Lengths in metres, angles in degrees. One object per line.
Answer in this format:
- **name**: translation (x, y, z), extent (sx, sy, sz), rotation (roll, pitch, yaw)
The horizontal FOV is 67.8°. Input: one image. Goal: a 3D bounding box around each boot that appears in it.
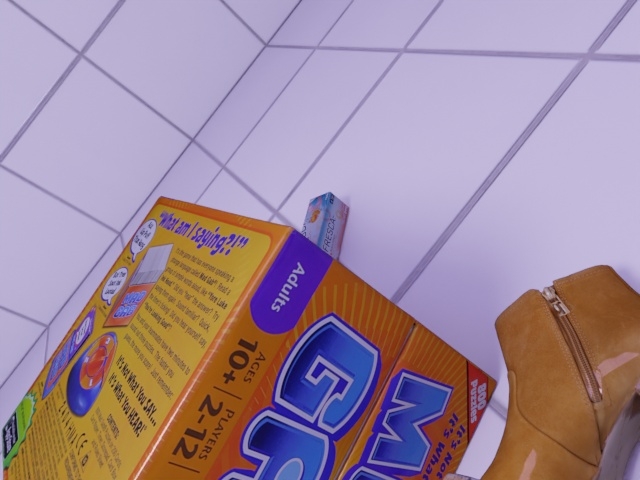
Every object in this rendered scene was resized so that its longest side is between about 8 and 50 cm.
- **boot**: translation (0.218, 0.164, 0.481), extent (0.295, 0.104, 0.211), rotation (-37, 31, 14)

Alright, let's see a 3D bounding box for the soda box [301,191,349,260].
- **soda box**: translation (0.000, 0.000, 0.911), extent (0.058, 0.063, 0.183), rotation (-18, 47, 41)

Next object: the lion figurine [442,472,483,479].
- **lion figurine**: translation (0.156, 0.218, 0.110), extent (0.392, 0.142, 0.240), rotation (-29, 43, 61)

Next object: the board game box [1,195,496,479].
- **board game box**: translation (-0.092, 0.199, 0.573), extent (0.357, 0.356, 0.356), rotation (15, 71, 55)
